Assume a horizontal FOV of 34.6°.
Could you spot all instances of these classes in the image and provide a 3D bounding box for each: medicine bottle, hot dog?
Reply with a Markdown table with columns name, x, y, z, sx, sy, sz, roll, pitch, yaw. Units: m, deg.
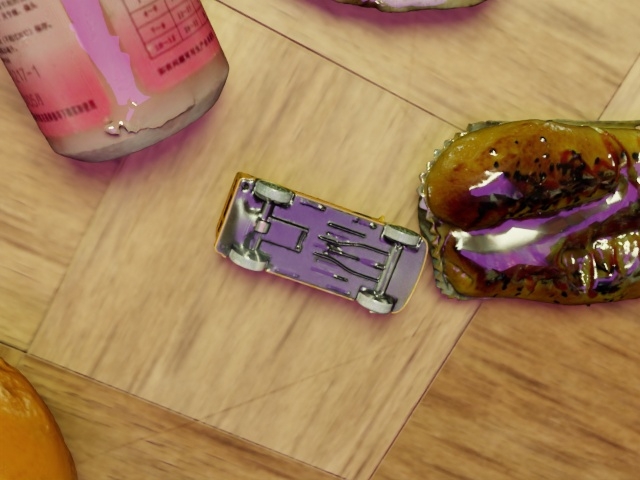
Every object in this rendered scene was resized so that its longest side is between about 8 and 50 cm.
| name | x | y | z | sx | sy | sz | roll | pitch | yaw |
| --- | --- | --- | --- | --- | --- | --- | --- | --- | --- |
| medicine bottle | -0.167 | -0.184 | 0.684 | 0.147 | 0.147 | 0.247 | -23 | 112 | 2 |
| hot dog | 0.207 | -0.018 | 0.837 | 0.270 | 0.082 | 0.163 | -1 | 113 | -9 |

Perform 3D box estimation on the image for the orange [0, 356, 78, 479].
| name | x | y | z | sx | sy | sz | roll | pitch | yaw |
| --- | --- | --- | --- | --- | --- | --- | --- | --- | --- |
| orange | -0.311 | 0.204 | 0.771 | 0.261 | 0.261 | 0.261 | -3 | 112 | -7 |

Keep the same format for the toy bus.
| name | x | y | z | sx | sy | sz | roll | pitch | yaw |
| --- | --- | --- | --- | --- | --- | --- | --- | --- | --- |
| toy bus | 0.000 | 0.000 | 0.818 | 0.162 | 0.074 | 0.070 | 19 | 101 | -13 |

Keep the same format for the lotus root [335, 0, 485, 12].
| name | x | y | z | sx | sy | sz | roll | pitch | yaw |
| --- | --- | --- | --- | --- | --- | --- | --- | --- | --- |
| lotus root | 0.026 | -0.252 | 0.714 | 0.260 | 0.074 | 0.170 | 28 | 118 | -18 |
